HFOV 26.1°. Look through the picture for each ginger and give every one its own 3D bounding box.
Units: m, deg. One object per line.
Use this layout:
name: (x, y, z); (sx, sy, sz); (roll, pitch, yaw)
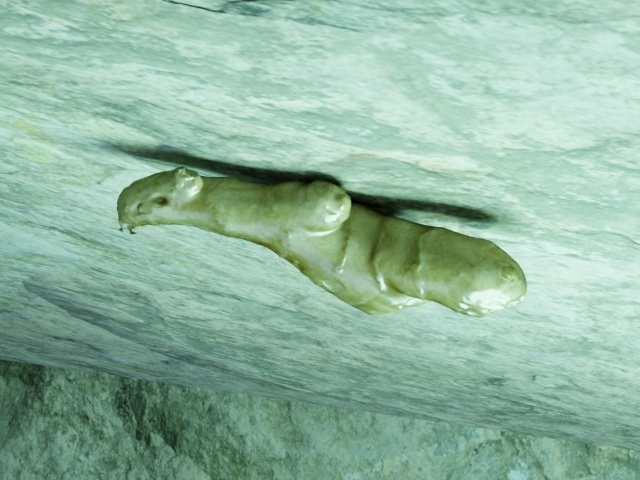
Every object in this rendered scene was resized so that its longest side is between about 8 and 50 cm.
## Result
ginger: (0.000, 0.000, 1.126); (0.334, 0.081, 0.148); (19, 167, -4)
